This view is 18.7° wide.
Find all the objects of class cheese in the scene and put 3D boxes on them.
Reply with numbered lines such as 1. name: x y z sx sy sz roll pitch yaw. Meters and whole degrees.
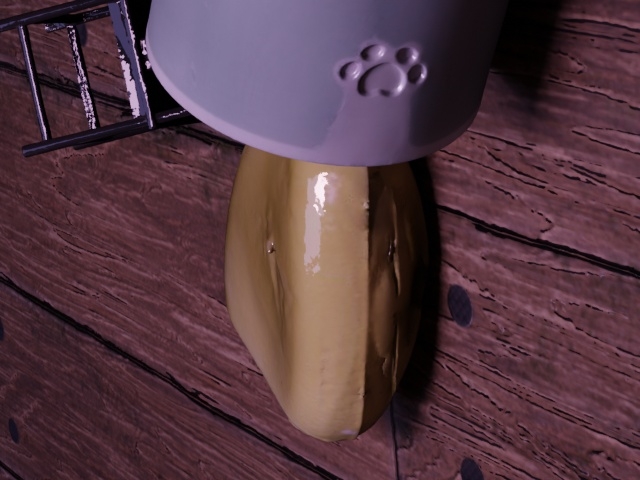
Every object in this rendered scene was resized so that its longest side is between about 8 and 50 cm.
1. cheese: 0.000 0.000 1.652 0.259 0.128 0.315 55 144 40

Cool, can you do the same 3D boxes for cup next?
1. cup: -0.025 -0.253 1.367 0.357 0.259 0.274 19 127 6

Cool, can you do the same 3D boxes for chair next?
1. chair: -0.165 -0.179 1.885 0.260 0.141 0.154 -12 93 18
